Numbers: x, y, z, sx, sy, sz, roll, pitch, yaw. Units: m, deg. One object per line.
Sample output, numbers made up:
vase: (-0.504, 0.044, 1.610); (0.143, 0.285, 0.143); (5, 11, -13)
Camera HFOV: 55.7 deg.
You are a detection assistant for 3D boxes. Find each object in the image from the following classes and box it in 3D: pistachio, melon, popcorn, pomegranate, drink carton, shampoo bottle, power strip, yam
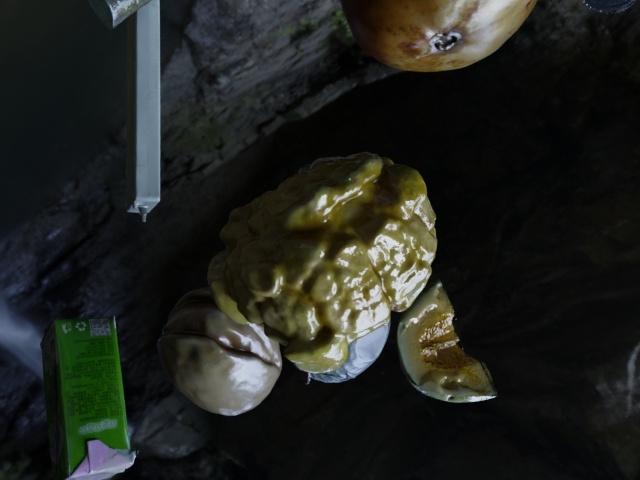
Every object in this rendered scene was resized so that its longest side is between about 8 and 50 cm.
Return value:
pistachio: (-0.147, 0.168, 0.896); (0.293, 0.181, 0.162); (95, 8, -67)
melon: (0.140, 0.142, 0.773); (0.128, 0.160, 0.079); (-12, 160, -29)
popcorn: (0.002, 0.010, 0.491); (0.194, 0.140, 0.163); (-19, -148, 6)
pomegranate: (0.135, -0.343, 0.708); (0.252, 0.228, 0.271); (136, -47, -70)
drink carton: (-0.402, 0.269, 1.038); (0.108, 0.271, 0.161); (-1, 155, -33)
shampoo bottle: (0.003, -0.155, 1.401); (0.074, 0.074, 0.192); (-48, -154, -16)
power strip: (-0.289, -0.211, 0.984); (0.106, 0.043, 0.368); (163, -73, -64)
yam: (-0.242, -0.363, 0.827); (0.169, 0.068, 0.068); (-47, -167, -23)

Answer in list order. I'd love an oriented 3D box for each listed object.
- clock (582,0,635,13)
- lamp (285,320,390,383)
clock: (0.416, -0.358, 0.871); (0.074, 0.083, 0.010); (127, -22, -64)
lamp: (0.030, 0.181, 1.323); (0.233, 0.233, 0.266); (-147, -115, -76)
